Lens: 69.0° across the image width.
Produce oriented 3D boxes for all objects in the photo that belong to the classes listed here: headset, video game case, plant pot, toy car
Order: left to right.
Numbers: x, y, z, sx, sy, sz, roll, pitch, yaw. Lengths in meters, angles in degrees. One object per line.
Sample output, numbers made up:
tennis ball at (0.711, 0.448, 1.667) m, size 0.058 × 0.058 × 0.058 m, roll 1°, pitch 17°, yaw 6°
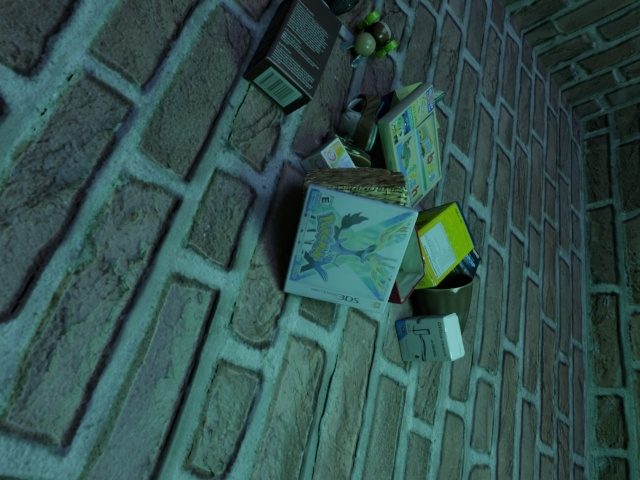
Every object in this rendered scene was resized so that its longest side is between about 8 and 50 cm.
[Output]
headset at (0.060, -0.926, 1.638) m, size 0.243 × 0.185 × 0.393 m, roll 43°, pitch 35°, yaw -25°
video game case at (0.075, 0.032, 1.287) m, size 0.301 × 0.328 × 0.036 m, roll 13°, pitch 23°, yaw -3°
toy car at (0.168, -0.753, 1.793) m, size 0.188 × 0.149 × 0.155 m, roll -40°, pitch 105°, yaw -12°
plant pot at (0.461, 0.256, 1.730) m, size 0.216 × 0.216 × 0.230 m, roll -18°, pitch 106°, yaw -44°

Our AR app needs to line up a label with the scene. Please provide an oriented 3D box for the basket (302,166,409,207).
basket at (0.097, -0.087, 1.371) m, size 0.213 × 0.300 × 0.222 m, roll -83°, pitch 173°, yaw -66°

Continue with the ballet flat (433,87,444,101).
ballet flat at (0.460, -0.613, 2.043) m, size 0.248 × 0.086 × 0.086 m, roll -42°, pitch 108°, yaw -43°

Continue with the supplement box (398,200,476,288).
supplement box at (0.384, 0.019, 1.709) m, size 0.357 × 0.195 × 0.194 m, roll -31°, pitch 100°, yaw -44°

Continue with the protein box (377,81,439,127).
protein box at (0.334, -0.492, 1.839) m, size 0.201 × 0.136 × 0.199 m, roll -31°, pitch 100°, yaw -42°

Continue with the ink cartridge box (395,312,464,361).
ink cartridge box at (0.374, 0.336, 1.607) m, size 0.086 × 0.203 × 0.148 m, roll -5°, pitch 82°, yaw -44°

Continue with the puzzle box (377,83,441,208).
puzzle box at (0.340, -0.323, 1.705) m, size 0.272 × 0.052 × 0.408 m, roll -46°, pitch 137°, yaw -27°

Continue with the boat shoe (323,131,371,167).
boat shoe at (0.100, -0.316, 1.617) m, size 0.207 × 0.073 × 0.072 m, roll 19°, pitch 69°, yaw -39°

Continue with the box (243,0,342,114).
box at (-0.081, -0.614, 1.488) m, size 0.191 × 0.143 × 0.380 m, roll 37°, pitch 58°, yaw -30°

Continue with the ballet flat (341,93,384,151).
ballet flat at (0.144, -0.430, 1.642) m, size 0.124 × 0.116 × 0.342 m, roll 23°, pitch 44°, yaw -5°

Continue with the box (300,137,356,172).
box at (0.046, -0.212, 1.518) m, size 0.114 × 0.103 × 0.203 m, roll -46°, pitch 110°, yaw -41°

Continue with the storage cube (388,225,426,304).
storage cube at (0.200, 0.067, 1.496) m, size 0.184 × 0.193 × 0.214 m, roll -41°, pitch 123°, yaw -41°

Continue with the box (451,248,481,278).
box at (0.594, 0.061, 1.993) m, size 0.220 × 0.051 × 0.175 m, roll 51°, pitch 50°, yaw -20°
